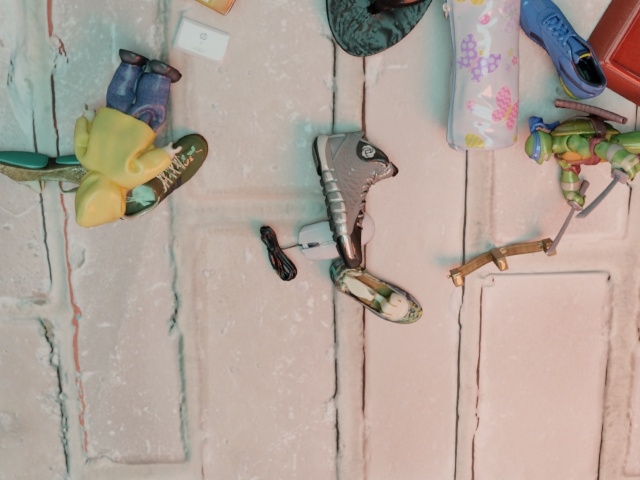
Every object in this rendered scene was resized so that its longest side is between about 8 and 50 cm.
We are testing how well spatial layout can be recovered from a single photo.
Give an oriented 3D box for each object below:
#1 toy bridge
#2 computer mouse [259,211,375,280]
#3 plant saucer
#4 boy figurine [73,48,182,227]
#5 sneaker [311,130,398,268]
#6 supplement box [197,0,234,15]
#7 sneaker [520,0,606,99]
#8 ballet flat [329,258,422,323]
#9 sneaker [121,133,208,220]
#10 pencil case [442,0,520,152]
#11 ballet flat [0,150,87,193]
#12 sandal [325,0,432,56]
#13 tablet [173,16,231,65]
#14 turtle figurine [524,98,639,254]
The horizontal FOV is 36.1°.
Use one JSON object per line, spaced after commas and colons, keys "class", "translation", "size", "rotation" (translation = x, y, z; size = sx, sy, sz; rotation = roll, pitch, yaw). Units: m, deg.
{"class": "toy bridge", "translation": [0.306, 0.033, 1.687], "size": [0.188, 0.063, 0.026], "rotation": [-18, 106, 2]}
{"class": "computer mouse", "translation": [0.000, 0.000, 1.676], "size": [0.192, 0.042, 0.106], "rotation": [-18, 106, 3]}
{"class": "plant saucer", "translation": [0.590, -0.332, 1.598], "size": [0.258, 0.048, 0.259], "rotation": [27, 105, -10]}
{"class": "boy figurine", "translation": [-0.306, -0.150, 1.546], "size": [0.177, 0.092, 0.285], "rotation": [18, 89, 9]}
{"class": "sneaker", "translation": [0.073, -0.075, 1.615], "size": [0.132, 0.086, 0.229], "rotation": [-13, 88, -7]}
{"class": "supplement box", "translation": [-0.231, -0.437, 1.517], "size": [0.233, 0.078, 0.080], "rotation": [28, 107, -10]}
{"class": "sneaker", "translation": [0.387, -0.320, 1.558], "size": [0.069, 0.082, 0.209], "rotation": [-34, 92, -9]}
{"class": "ballet flat", "translation": [0.096, 0.099, 1.698], "size": [0.188, 0.070, 0.070], "rotation": [28, 104, -10]}
{"class": "sneaker", "translation": [-0.262, -0.096, 1.613], "size": [0.192, 0.086, 0.064], "rotation": [-39, 105, 9]}
{"class": "pencil case", "translation": [0.256, -0.278, 1.561], "size": [0.124, 0.113, 0.273], "rotation": [-15, 111, -29]}
{"class": "ballet flat", "translation": [-0.442, -0.108, 1.613], "size": [0.206, 0.073, 0.067], "rotation": [3, 115, -1]}
{"class": "sandal", "translation": [0.164, -0.476, 1.504], "size": [0.167, 0.107, 0.446], "rotation": [37, 102, -12]}
{"class": "tablet", "translation": [-0.192, -0.322, 1.590], "size": [0.083, 0.006, 0.054], "rotation": [19, 105, -8]}
{"class": "turtle figurine", "translation": [0.476, -0.101, 1.590], "size": [0.266, 0.275, 0.198], "rotation": [-10, 141, -4]}
